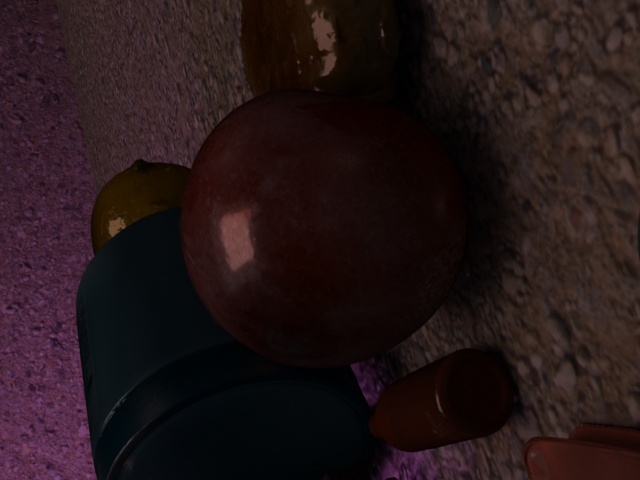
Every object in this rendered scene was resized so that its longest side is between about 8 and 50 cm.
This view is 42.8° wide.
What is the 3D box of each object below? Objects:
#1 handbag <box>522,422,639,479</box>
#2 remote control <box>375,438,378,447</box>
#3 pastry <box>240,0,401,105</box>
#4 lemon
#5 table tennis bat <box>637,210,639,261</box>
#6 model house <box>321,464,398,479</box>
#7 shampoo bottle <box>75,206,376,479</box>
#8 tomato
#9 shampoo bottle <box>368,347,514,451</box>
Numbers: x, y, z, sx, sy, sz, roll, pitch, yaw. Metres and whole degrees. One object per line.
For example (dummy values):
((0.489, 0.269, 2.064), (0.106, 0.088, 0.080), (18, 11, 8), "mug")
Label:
((0.239, 0.217, 0.573), (0.212, 0.059, 0.158), (168, 91, -67), "handbag")
((0.039, 0.325, 1.144), (0.245, 0.025, 0.063), (102, 149, -45), "remote control")
((0.002, -0.209, 0.860), (0.257, 0.120, 0.236), (29, 131, 59), "pastry")
((-0.278, -0.001, 1.452), (0.284, 0.260, 0.260), (60, 159, -7), "lemon")
((0.264, 0.036, 0.463), (0.237, 0.038, 0.149), (-117, 28, -42), "table tennis bat")
((0.023, 0.403, 0.937), (0.237, 0.237, 0.202), (62, 154, 28), "model house")
((-0.141, 0.173, 1.070), (0.343, 0.331, 0.331), (-119, 28, -48), "shampoo bottle")
((0.000, 0.000, 0.757), (0.270, 0.270, 0.227), (115, 169, -55), "tomato")
((0.106, 0.173, 0.842), (0.244, 0.085, 0.086), (135, 121, -66), "shampoo bottle")
